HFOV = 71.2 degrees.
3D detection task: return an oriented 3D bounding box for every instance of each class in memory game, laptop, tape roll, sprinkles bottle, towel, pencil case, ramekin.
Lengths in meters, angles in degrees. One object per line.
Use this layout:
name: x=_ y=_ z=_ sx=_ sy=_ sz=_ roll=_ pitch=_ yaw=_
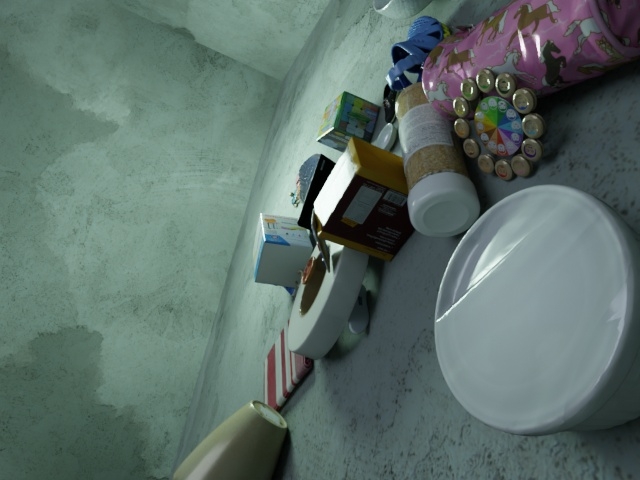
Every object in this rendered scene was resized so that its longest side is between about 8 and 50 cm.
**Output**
memory game: x=0.277 y=-0.180 z=0.711 sx=0.186 sy=0.012 sz=0.186 roll=53 pitch=161 yaw=27
laptop: x=-0.016 y=-0.147 z=1.501 sx=0.235 sy=0.136 sz=0.264 roll=-71 pitch=19 yaw=-1
tape roll: x=0.016 y=0.116 z=1.180 sx=0.392 sy=0.071 sz=0.393 roll=-158 pitch=90 yaw=-80
sprinkles bottle: x=0.220 y=-0.173 z=0.885 sx=0.121 sy=0.121 sz=0.356 roll=-53 pitch=26 yaw=43
towel: x=-0.109 y=0.390 z=1.406 sx=0.237 sy=0.037 sz=0.329 roll=-97 pitch=30 yaw=-49
pencil case: x=0.317 y=-0.303 z=0.692 sx=0.160 sy=0.167 sz=0.386 roll=-41 pitch=14 yaw=-13
ramekin: x=0.262 y=0.083 z=0.509 sx=0.273 sy=0.127 sz=0.273 roll=-55 pitch=25 yaw=41

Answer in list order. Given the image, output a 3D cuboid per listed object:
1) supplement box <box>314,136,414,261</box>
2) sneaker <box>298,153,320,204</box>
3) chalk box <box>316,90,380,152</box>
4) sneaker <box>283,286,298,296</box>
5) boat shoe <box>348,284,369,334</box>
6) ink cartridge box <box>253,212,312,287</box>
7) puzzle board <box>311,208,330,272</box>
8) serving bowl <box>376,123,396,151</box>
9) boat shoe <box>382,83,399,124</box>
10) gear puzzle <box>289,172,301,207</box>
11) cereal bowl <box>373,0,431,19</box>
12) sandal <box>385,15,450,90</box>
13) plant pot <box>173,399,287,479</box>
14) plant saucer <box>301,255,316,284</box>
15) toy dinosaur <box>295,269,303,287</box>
supplement box: x=0.114 y=-0.086 z=0.988 sx=0.194 sy=0.191 sz=0.129 roll=-58 pitch=24 yaw=33
sneaker: x=-0.022 y=-0.231 z=1.617 sx=0.095 sy=0.090 sz=0.235 roll=-50 pitch=-14 yaw=-37
chalk box: x=0.095 y=-0.377 z=1.423 sx=0.213 sy=0.132 sz=0.132 roll=-7 pitch=65 yaw=68
sneaker: x=-0.132 y=0.154 z=1.616 sx=0.058 sy=0.084 sz=0.152 roll=-67 pitch=19 yaw=10
boat shoe: x=0.086 y=0.165 z=1.059 sx=0.040 sy=0.049 sz=0.142 roll=116 pitch=167 yaw=-45
ink cartridge box: x=-0.142 y=0.031 z=1.591 sx=0.233 sy=0.171 sz=0.169 roll=-111 pitch=33 yaw=-61
puzzle board: x=0.000 y=0.000 z=1.038 sx=0.096 sy=0.011 sz=0.128 roll=-89 pitch=-18 yaw=-66
serving bowl: x=0.186 y=-0.278 z=1.229 sx=0.083 sy=0.027 sz=0.083 roll=-55 pitch=25 yaw=41
boat shoe: x=0.198 y=-0.394 z=1.290 sx=0.049 sy=0.041 sz=0.133 roll=-34 pitch=42 yaw=57
gear puzzle: x=-0.057 y=-0.255 z=1.864 sx=0.339 sy=0.044 sz=0.176 roll=-25 pitch=49 yaw=65
cereal bowl: x=0.292 y=-0.774 z=1.236 sx=0.339 sy=0.141 sz=0.339 roll=-161 pitch=90 yaw=-72
sandal: x=0.235 y=-0.452 z=1.095 sx=0.126 sy=0.138 sz=0.318 roll=129 pitch=155 yaw=-50
plant pot: x=-0.220 y=0.598 z=1.246 sx=0.274 sy=0.256 sz=0.256 roll=-55 pitch=18 yaw=-6
plant saucer: x=-0.031 y=0.084 z=1.240 sx=0.083 sy=0.013 sz=0.084 roll=-159 pitch=90 yaw=-80
toy dinosaur: x=-0.043 y=0.142 z=1.460 sx=0.093 sy=0.053 sz=0.183 roll=-112 pitch=35 yaw=-42
